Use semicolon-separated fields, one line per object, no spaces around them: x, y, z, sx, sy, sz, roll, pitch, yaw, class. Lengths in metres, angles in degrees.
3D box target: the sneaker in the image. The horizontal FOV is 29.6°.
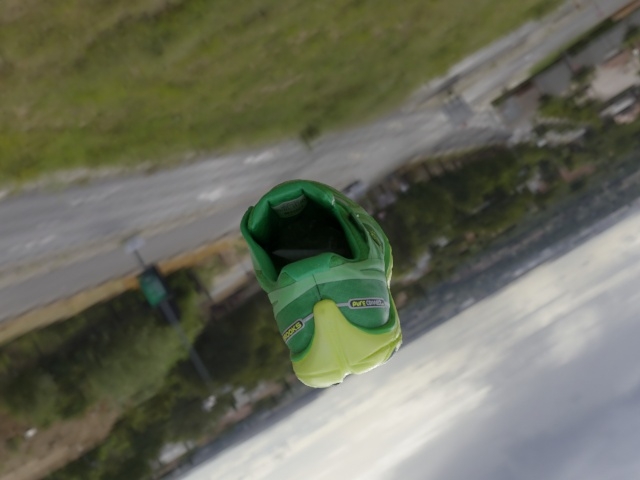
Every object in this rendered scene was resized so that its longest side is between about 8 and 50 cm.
0.000;0.000;0.947;0.109;0.123;0.295;-20;-158;-1;sneaker
